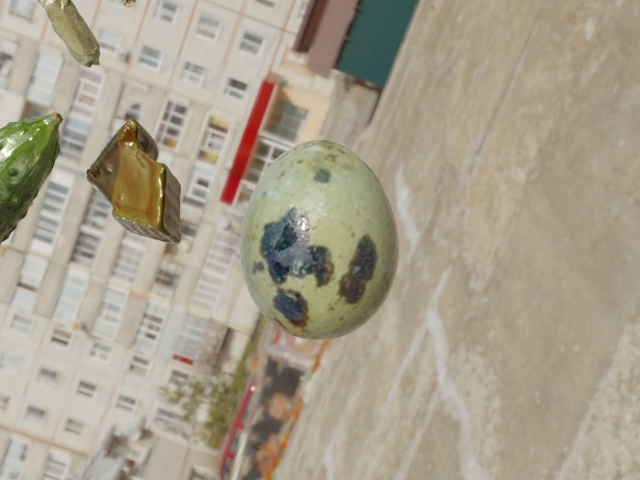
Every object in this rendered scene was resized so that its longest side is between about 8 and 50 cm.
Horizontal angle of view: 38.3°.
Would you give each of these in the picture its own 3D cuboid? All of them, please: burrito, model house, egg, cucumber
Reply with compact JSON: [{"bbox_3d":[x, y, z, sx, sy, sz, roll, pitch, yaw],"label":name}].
[{"bbox_3d":[-0.456,-0.392,1.668,0.058,0.188,0.045,-36,33,-11],"label":"burrito"},{"bbox_3d":[-0.367,-0.091,2.002,0.173,0.239,0.268,-40,-18,-3],"label":"model house"},{"bbox_3d":[0.000,0.000,1.981,0.345,0.344,0.428,-143,59,-85],"label":"egg"},{"bbox_3d":[-0.484,-0.112,1.437,0.244,0.134,0.134,-43,11,12],"label":"cucumber"}]

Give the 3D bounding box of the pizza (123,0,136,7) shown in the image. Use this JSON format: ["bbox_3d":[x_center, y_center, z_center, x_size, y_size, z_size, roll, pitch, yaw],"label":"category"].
[{"bbox_3d":[-0.487,-0.658,2.251,0.131,0.041,0.178,-22,-79,-83],"label":"pizza"}]
